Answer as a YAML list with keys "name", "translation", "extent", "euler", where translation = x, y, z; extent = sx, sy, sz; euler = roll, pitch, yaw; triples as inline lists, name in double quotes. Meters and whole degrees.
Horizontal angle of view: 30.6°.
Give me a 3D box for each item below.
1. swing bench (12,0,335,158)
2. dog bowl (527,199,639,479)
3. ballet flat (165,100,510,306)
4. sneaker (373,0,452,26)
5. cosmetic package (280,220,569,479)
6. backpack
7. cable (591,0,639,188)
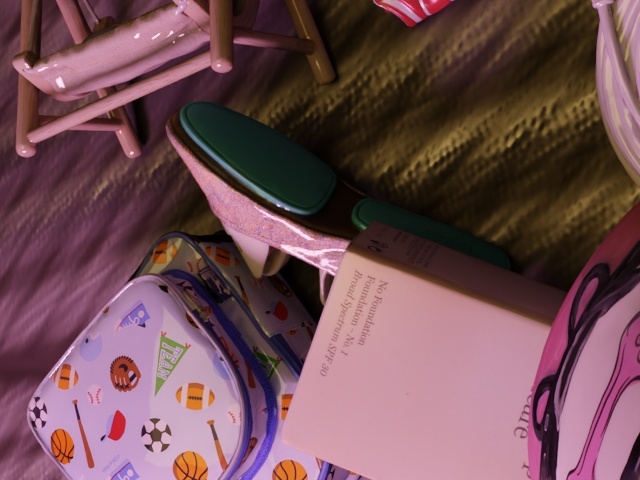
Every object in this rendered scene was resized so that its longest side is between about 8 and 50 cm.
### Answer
- name: "swing bench"
  translation: [-0.155, -0.229, 1.042]
  extent: [0.253, 0.165, 0.255]
  euler: [-17, 83, 33]
- name: "dog bowl"
  translation: [0.298, 0.106, 0.656]
  extent: [0.150, 0.408, 0.408]
  euler: [46, 121, 61]
- name: "ballet flat"
  translation: [0.000, 0.000, 0.957]
  extent: [0.316, 0.107, 0.106]
  euler: [29, 122, 10]
- name: "sneaker"
  translation: [0.062, -0.235, 0.973]
  extent: [0.067, 0.042, 0.118]
  euler: [-36, 76, 26]
- name: "cosmetic package"
  translation: [0.146, 0.117, 0.837]
  extent: [0.309, 0.113, 0.160]
  euler: [20, 105, 9]
- name: "backpack"
  translation: [-0.096, 0.149, 1.011]
  extent: [0.263, 0.213, 0.276]
  euler: [45, 112, 11]
- name: "cable"
  translation: [0.315, -0.120, 0.791]
  extent: [0.257, 0.089, 0.257]
  euler: [0, 93, 32]
